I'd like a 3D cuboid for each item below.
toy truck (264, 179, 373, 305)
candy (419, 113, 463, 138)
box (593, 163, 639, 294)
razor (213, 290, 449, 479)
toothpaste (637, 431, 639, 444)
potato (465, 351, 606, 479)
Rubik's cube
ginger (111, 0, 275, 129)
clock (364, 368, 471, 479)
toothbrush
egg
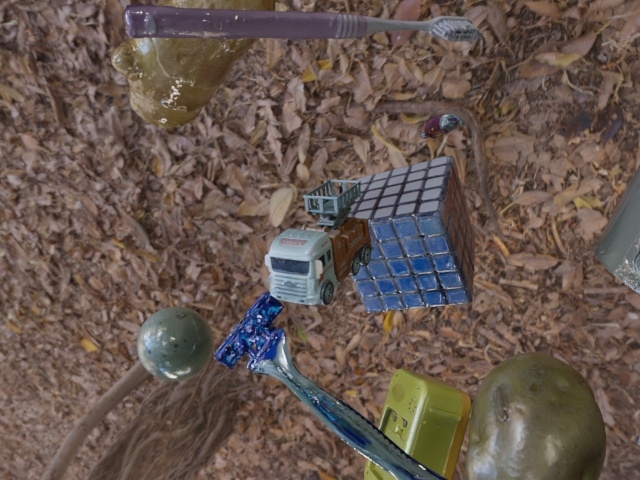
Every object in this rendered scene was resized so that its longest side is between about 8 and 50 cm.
[{"bbox_3d":[0.001,0.000,0.604,0.080,0.178,0.115,6,116,26],"label":"toy truck"},{"bbox_3d":[0.251,-0.239,0.980,0.045,0.175,0.043,12,90,-12],"label":"candy"},{"bbox_3d":[0.475,-0.009,0.556,0.226,0.226,0.149,21,120,15],"label":"box"},{"bbox_3d":[0.033,0.190,0.479,0.324,0.056,0.093,40,89,7],"label":"razor"},{"bbox_3d":[0.584,0.267,0.775,0.070,0.193,0.044,17,130,35],"label":"toothpaste"},{"bbox_3d":[0.275,0.258,0.609,0.178,0.235,0.160,38,144,10],"label":"potato"},{"bbox_3d":[0.188,-0.011,1.009,0.237,0.238,0.237,-9,121,27],"label":"Rubik's cube"},{"bbox_3d":[-0.173,-0.288,0.669,0.354,0.190,0.126,-37,69,31],"label":"ginger"},{"bbox_3d":[0.152,0.321,0.751,0.096,0.202,0.143,19,174,-9],"label":"clock"},{"bbox_3d":[0.011,-0.194,0.429,0.029,0.354,0.024,55,146,40],"label":"toothbrush"},{"bbox_3d":[-0.334,0.240,1.093,0.169,0.169,0.236,35,161,4],"label":"egg"}]
